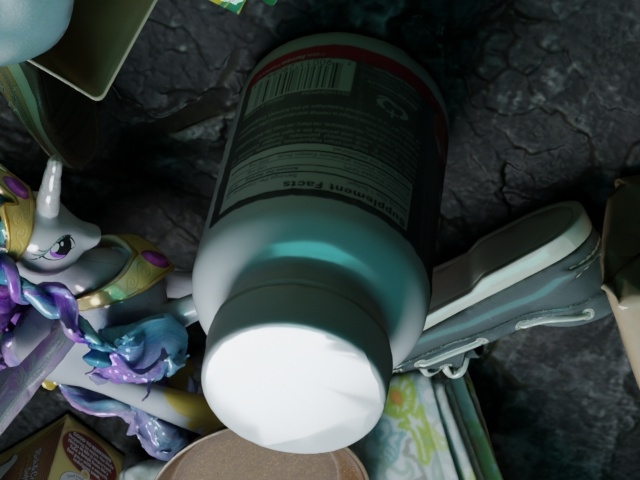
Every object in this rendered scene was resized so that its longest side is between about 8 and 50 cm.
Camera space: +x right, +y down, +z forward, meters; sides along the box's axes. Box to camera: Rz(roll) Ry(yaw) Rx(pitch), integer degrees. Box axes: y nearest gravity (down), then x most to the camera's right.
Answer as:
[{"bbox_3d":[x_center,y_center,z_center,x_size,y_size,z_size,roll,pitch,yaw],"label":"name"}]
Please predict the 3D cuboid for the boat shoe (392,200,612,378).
[{"bbox_3d":[0.106,0.080,1.527,0.319,0.116,0.099,-29,109,22],"label":"boat shoe"}]

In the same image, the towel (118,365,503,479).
[{"bbox_3d":[0.017,0.310,1.660,0.374,0.090,0.321,-21,81,23],"label":"towel"}]

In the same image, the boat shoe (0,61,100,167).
[{"bbox_3d":[-0.242,-0.142,1.448,0.072,0.068,0.190,-6,118,32],"label":"boat shoe"}]

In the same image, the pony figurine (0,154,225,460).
[{"bbox_3d":[-0.218,0.071,1.509,0.351,0.303,0.363,-33,139,32],"label":"pony figurine"}]

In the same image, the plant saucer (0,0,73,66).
[{"bbox_3d":[-0.300,-0.219,1.147,0.317,0.044,0.318,26,151,16],"label":"plant saucer"}]

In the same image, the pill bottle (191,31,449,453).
[{"bbox_3d":[0.000,0.000,1.352,0.176,0.318,0.176,5,132,6],"label":"pill bottle"}]

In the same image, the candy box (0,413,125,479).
[{"bbox_3d":[-0.300,0.332,1.682,0.183,0.316,0.087,-31,120,30],"label":"candy box"}]

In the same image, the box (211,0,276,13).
[{"bbox_3d":[-0.096,-0.243,1.346,0.179,0.043,0.105,24,130,-12],"label":"box"}]

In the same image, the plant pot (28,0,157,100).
[{"bbox_3d":[-0.200,-0.182,1.350,0.109,0.096,0.109,30,87,-32],"label":"plant pot"}]

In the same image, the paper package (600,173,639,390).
[{"bbox_3d":[0.417,0.086,1.455,0.309,0.168,0.325,-12,126,19],"label":"paper package"}]

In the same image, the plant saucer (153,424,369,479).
[{"bbox_3d":[-0.055,0.222,1.570,0.198,0.036,0.199,-4,127,-5],"label":"plant saucer"}]
